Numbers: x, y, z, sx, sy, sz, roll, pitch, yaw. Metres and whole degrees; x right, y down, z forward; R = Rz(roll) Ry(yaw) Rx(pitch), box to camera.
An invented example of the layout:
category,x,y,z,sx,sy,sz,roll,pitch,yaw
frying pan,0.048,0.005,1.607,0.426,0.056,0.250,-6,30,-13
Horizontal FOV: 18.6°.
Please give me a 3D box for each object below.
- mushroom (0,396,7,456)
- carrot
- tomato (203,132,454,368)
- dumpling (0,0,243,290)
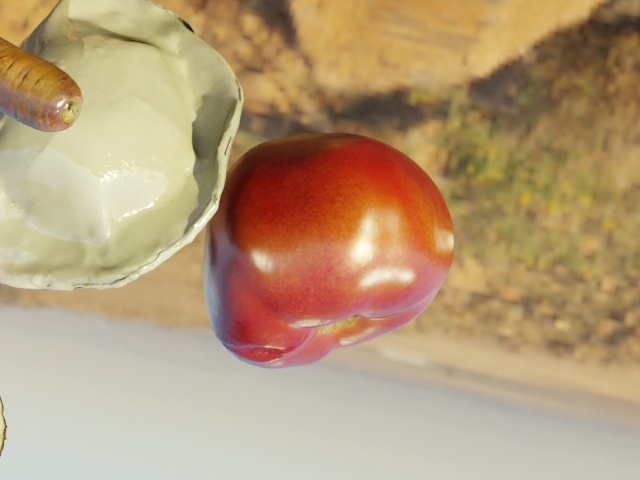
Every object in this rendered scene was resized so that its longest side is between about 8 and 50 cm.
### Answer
category,x,y,z,sx,sy,sz,roll,pitch,yaw
mushroom,-0.283,0.149,1.606,0.049,0.101,0.019,-1,160,-13
carrot,-0.300,-0.163,1.679,0.248,0.059,0.059,33,-176,24
tomato,0.000,0.000,2.122,0.298,0.226,0.298,-17,158,-7
dumpling,-0.209,-0.108,1.985,0.260,0.181,0.341,11,-144,11
